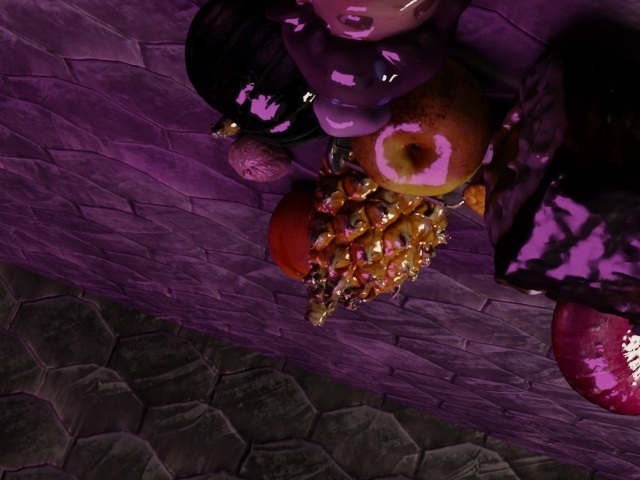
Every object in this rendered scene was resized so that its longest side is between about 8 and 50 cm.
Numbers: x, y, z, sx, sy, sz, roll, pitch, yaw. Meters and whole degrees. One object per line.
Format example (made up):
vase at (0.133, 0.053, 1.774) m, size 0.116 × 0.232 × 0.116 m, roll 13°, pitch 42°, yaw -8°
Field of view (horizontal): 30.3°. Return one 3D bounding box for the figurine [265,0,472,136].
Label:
figurine at (0.078, -0.287, 1.287) m, size 0.206 × 0.218 × 0.365 m, roll 51°, pitch 159°, yaw 7°

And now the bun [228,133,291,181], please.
bun at (-0.111, -0.138, 2.104) m, size 0.115 × 0.069 × 0.115 m, roll 19°, pitch 163°, yaw 6°

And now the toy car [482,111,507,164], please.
toy car at (0.237, -0.145, 1.671) m, size 0.205 × 0.095 × 0.056 m, roll 3°, pitch 130°, yaw 47°

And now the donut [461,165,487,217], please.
donut at (0.310, -0.072, 1.823) m, size 0.166 × 0.073 × 0.184 m, roll 25°, pitch 162°, yaw -13°

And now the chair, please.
chair at (0.096, -0.131, 1.832) m, size 0.221 × 0.104 × 0.095 m, roll 18°, pitch -172°, yaw 24°

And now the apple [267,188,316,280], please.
apple at (0.000, 0.000, 2.222) m, size 0.209 × 0.164 × 0.209 m, roll 20°, pitch 164°, yaw 6°

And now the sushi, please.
sushi at (0.359, -0.058, 1.436) m, size 0.294 × 0.299 × 0.281 m, roll 20°, pitch 152°, yaw -5°

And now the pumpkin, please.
pumpkin at (-0.079, -0.224, 1.605) m, size 0.250 × 0.216 × 0.250 m, roll 39°, pitch -174°, yaw -5°

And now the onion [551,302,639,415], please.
onion at (0.514, 0.175, 2.023) m, size 0.256 × 0.230 × 0.272 m, roll 25°, pitch -179°, yaw 7°

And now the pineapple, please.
pineapple at (0.108, 0.032, 2.003) m, size 0.209 × 0.286 × 0.344 m, roll 11°, pitch 160°, yaw 29°

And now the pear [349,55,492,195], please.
pear at (0.136, -0.163, 1.595) m, size 0.197 × 0.197 × 0.197 m, roll 19°, pitch 162°, yaw 7°
